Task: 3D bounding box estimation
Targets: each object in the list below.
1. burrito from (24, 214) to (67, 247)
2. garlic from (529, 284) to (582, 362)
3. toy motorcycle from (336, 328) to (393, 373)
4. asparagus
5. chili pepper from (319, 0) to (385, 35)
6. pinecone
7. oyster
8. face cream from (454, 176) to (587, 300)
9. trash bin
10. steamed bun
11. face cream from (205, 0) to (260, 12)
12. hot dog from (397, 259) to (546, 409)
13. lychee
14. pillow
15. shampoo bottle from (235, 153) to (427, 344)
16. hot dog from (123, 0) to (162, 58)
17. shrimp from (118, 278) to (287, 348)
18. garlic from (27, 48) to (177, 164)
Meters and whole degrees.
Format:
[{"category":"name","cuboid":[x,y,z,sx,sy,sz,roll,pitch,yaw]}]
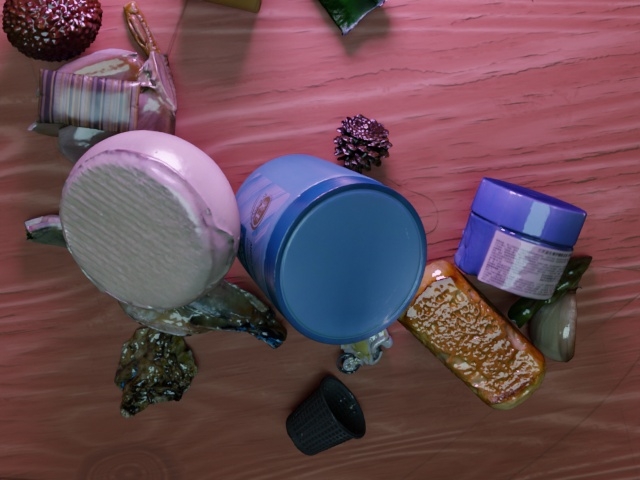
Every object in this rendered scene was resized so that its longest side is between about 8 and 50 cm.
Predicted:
[{"category":"burrito","cuboid":[-0.543,-0.012,1.462,0.308,0.066,0.096,8,136,-8]},{"category":"garlic","cuboid":[0.609,0.218,1.584,0.128,0.115,0.207,8,103,1]},{"category":"toy motorcycle","cuboid":[0.114,0.240,1.578,0.151,0.074,0.229,2,107,-5]},{"category":"asparagus","cuboid":[0.574,0.120,1.556,0.287,0.080,0.080,-36,106,-10]},{"category":"chili pepper","cuboid":[0.021,-0.592,1.326,0.136,0.099,0.270,-30,114,31]},{"category":"pinecone","cuboid":[0.094,-0.216,1.422,0.140,0.140,0.121,20,130,-9]},{"category":"oyster","cuboid":[-0.426,0.324,1.567,0.214,0.083,0.223,-17,100,-1]},{"category":"face cream","cuboid":[0.455,-0.004,1.439,0.248,0.249,0.225,16,103,-8]},{"category":"trash bin","cuboid":[0.006,0.468,1.598,0.161,0.175,0.175,-40,105,18]},{"category":"steamed bun","cuboid":[-0.336,-0.052,1.292,0.373,0.241,0.375,6,118,11]},{"category":"face cream","cuboid":[-0.191,-0.589,1.247,0.179,0.218,0.218,12,105,-8]},{"category":"hot dog","cuboid":[0.349,0.215,1.510,0.405,0.223,0.185,44,98,-6]},{"category":"lychee","cuboid":[-0.542,-0.458,1.278,0.188,0.188,0.188,-1,106,-3]},{"category":"pillow","cuboid":[-0.475,-0.284,1.274,0.203,0.038,0.113,7,102,-8]},{"category":"shampoo bottle","cuboid":[0.000,0.000,1.324,0.330,0.342,0.332,-8,110,-21]},{"category":"hot dog","cuboid":[-0.396,-0.459,1.371,0.044,0.028,0.137,-20,108,9]},{"category":"shrimp","cuboid":[-0.288,0.165,1.504,0.445,0.110,0.221,23,115,-11]},{"category":"garlic","cuboid":[-0.452,-0.270,1.364,0.324,0.132,0.279,-23,106,5]}]
